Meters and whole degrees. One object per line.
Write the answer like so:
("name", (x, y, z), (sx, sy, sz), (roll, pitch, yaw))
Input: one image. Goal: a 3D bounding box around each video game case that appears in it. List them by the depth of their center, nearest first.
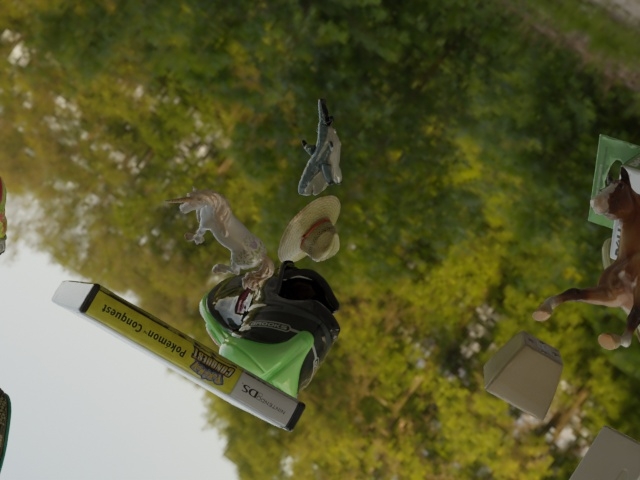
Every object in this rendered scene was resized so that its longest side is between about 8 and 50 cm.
("video game case", (-0.167, 0.120, 1.156), (0.248, 0.035, 0.275), (32, 168, -16))

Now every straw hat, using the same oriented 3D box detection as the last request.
("straw hat", (0.000, 0.000, 1.759), (0.061, 0.144, 0.144), (44, -173, 27))

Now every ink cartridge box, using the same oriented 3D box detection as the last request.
("ink cartridge box", (0.355, -0.025, 1.068), (0.209, 0.109, 0.062), (23, -142, 37))
("ink cartridge box", (0.457, 0.425, 1.727), (0.092, 0.160, 0.219), (28, 152, 26))

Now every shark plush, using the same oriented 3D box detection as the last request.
("shark plush", (-0.003, -0.155, 1.782), (0.067, 0.161, 0.073), (4, -163, 15))

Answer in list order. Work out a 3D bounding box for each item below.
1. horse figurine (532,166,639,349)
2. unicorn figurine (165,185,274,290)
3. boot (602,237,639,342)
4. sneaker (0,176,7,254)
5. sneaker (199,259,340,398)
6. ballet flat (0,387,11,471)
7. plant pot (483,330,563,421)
("horse figurine", (0.288, 0.074, 0.833), (0.263, 0.066, 0.174), (42, -136, 13))
("unicorn figurine", (-0.112, -0.011, 1.187), (0.162, 0.060, 0.111), (33, 153, -18))
("boot", (0.477, 0.064, 1.387), (0.077, 0.165, 0.213), (-10, -109, -41))
("sneaker", (-0.314, -0.035, 0.952), (0.081, 0.094, 0.208), (13, -173, -20))
("sneaker", (-0.066, 0.136, 1.714), (0.185, 0.202, 0.483), (50, 176, -16))
("ballet flat", (-0.725, 0.525, 2.073), (0.182, 0.483, 0.164), (11, 171, -40))
("plant pot", (0.340, 0.213, 1.737), (0.109, 0.096, 0.109), (29, -164, 0))
